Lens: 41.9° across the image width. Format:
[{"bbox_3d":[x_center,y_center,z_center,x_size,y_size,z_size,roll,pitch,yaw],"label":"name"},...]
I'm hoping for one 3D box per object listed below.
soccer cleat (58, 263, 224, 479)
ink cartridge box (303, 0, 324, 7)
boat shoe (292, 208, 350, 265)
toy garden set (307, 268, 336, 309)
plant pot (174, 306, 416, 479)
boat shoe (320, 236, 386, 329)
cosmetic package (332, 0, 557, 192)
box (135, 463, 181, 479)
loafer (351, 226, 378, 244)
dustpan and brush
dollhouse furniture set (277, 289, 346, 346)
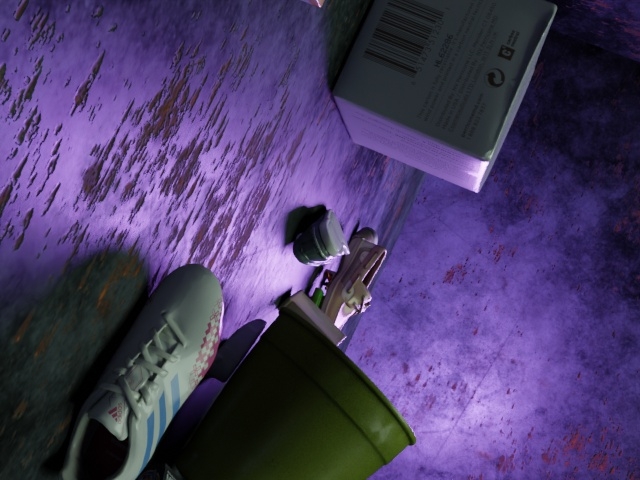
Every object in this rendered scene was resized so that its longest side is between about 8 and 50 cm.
[{"bbox_3d":[-0.224,0.182,1.075,0.331,0.116,0.143,-65,170,-5],"label":"soccer cleat"},{"bbox_3d":[0.001,-0.408,1.091,0.179,0.045,0.145,47,67,-81],"label":"ink cartridge box"},{"bbox_3d":[0.000,0.000,1.936,0.099,0.116,0.319,-24,-178,8],"label":"boat shoe"},{"bbox_3d":[-0.003,0.167,2.336,0.244,0.049,0.203,68,42,-69],"label":"toy garden set"},{"bbox_3d":[-0.071,0.379,1.583,0.353,0.366,0.366,-44,164,-12],"label":"plant pot"},{"bbox_3d":[0.085,0.146,2.309,0.121,0.110,0.341,78,32,-63],"label":"boat shoe"},{"bbox_3d":[0.253,-0.332,1.731,0.394,0.328,0.329,34,80,-80],"label":"cosmetic package"},{"bbox_3d":[-0.245,0.542,1.423,0.270,0.060,0.216,65,18,-44],"label":"box"},{"bbox_3d":[0.102,0.078,2.595,0.087,0.094,0.251,-5,112,-50],"label":"loafer"},{"bbox_3d":[-0.180,0.217,1.572,0.147,0.060,0.211,-55,178,11],"label":"dustpan and brush"},{"bbox_3d":[-0.086,0.265,2.020,0.242,0.161,0.212,-46,175,15],"label":"dollhouse furniture set"}]
